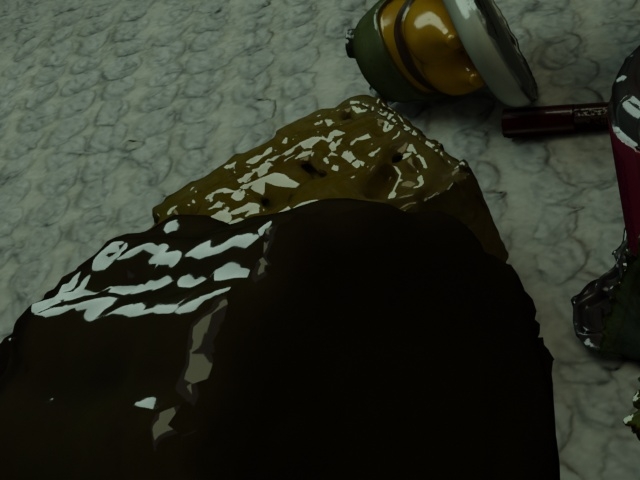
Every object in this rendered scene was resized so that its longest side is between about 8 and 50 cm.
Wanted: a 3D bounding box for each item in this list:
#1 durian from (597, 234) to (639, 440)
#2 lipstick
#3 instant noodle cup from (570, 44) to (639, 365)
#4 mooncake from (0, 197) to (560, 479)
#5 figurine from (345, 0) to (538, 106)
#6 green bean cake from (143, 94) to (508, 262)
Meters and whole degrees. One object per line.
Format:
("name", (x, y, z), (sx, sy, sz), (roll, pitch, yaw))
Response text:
("durian", (0.257, 0.086, 0.820), (0.137, 0.193, 0.237), (-7, 45, -16))
("lipstick", (0.235, -0.104, 1.302), (0.176, 0.027, 0.027), (-3, 34, 28))
("instant noodle cup", (0.291, -0.045, 1.007), (0.302, 0.182, 0.258), (-20, 30, 3))
("mooncake", (-0.024, 0.139, 0.783), (0.187, 0.324, 0.324), (-5, 33, 38))
("figurine", (0.091, -0.170, 1.388), (0.141, 0.167, 0.250), (-29, 20, 13))
("green bean cake", (0.000, 0.000, 1.178), (0.224, 0.131, 0.229), (-29, 29, -10))
